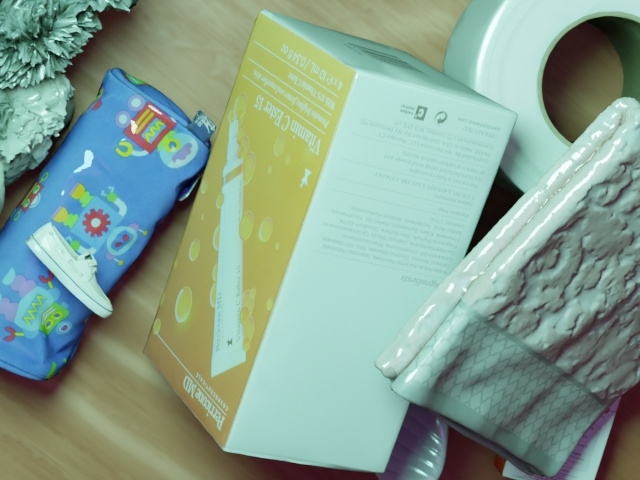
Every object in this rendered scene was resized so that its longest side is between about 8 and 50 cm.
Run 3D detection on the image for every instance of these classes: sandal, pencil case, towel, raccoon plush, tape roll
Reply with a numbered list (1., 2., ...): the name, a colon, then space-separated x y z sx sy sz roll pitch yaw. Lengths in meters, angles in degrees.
1. sandal: 0.087 0.111 1.678 0.102 0.076 0.265 2 84 15
2. pencil case: -0.218 -0.010 1.610 0.133 0.119 0.306 35 92 -21
3. towel: 0.233 0.058 1.532 0.317 0.053 0.332 -47 143 6
4. raccoon plush: -0.366 -0.215 1.486 0.446 0.216 0.299 29 97 -34
5. tape roll: 0.247 -0.148 1.620 0.246 0.169 0.246 -1 96 -6

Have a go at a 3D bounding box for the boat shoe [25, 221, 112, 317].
1. boat shoe: -0.214 0.025 1.537 0.035 0.035 0.100 -43 98 1

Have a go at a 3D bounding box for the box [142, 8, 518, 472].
1. box: 0.000 0.000 1.543 0.168 0.215 0.345 12 104 -29

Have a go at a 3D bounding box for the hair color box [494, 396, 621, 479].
1. hair color box: 0.242 0.160 1.714 0.093 0.053 0.167 17 96 -7
